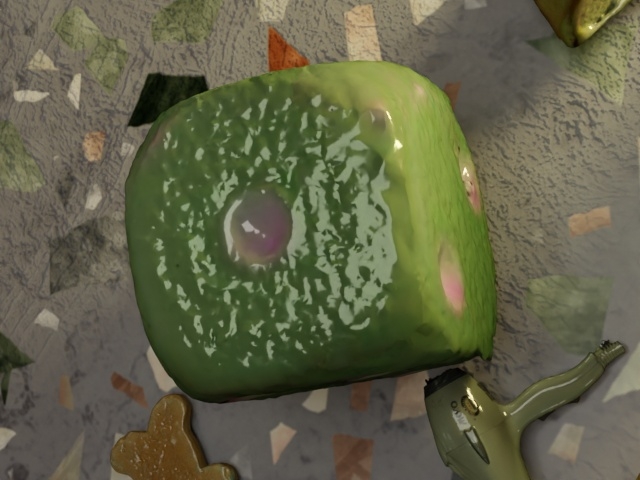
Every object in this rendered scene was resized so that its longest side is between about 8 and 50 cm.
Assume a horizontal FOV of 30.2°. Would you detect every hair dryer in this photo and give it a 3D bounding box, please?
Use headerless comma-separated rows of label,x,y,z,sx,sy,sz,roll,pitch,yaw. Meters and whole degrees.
hair dryer,0.238,0.233,1.288,0.224,0.088,0.219,-11,83,8

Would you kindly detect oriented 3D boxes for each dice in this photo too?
dice,0.000,0.000,1.287,0.322,0.330,0.318,-13,81,23

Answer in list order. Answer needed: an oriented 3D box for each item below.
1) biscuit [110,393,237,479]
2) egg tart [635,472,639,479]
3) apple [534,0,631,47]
biscuit,-0.170,0.320,1.480,0.153,0.030,0.234,-43,67,15
egg tart,0.447,0.376,1.046,0.443,0.178,0.443,18,116,42
apple,0.312,-0.374,1.317,0.265,0.120,0.193,-43,55,11
